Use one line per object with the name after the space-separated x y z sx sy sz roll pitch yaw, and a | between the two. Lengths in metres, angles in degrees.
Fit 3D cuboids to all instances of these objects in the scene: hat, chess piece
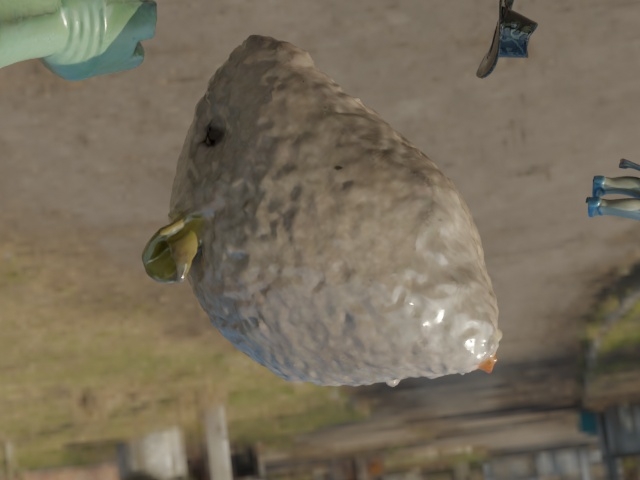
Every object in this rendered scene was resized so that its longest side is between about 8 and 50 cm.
0.208 -0.224 1.698 0.050 0.121 0.121 18 171 5 | hat
-0.291 -0.188 1.358 0.194 0.194 0.299 -16 -179 45 | chess piece

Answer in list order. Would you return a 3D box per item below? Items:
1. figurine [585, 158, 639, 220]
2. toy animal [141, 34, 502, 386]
0.464 -0.040 1.956 0.260 0.103 0.205 7 -144 16 | figurine
0.004 0.005 1.311 0.226 0.358 0.188 -49 151 7 | toy animal
